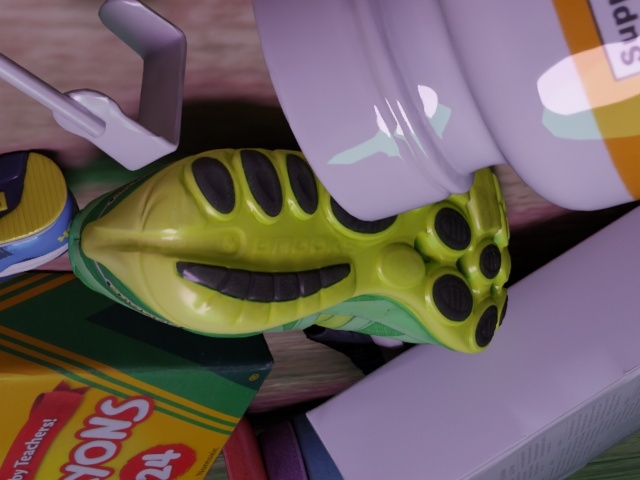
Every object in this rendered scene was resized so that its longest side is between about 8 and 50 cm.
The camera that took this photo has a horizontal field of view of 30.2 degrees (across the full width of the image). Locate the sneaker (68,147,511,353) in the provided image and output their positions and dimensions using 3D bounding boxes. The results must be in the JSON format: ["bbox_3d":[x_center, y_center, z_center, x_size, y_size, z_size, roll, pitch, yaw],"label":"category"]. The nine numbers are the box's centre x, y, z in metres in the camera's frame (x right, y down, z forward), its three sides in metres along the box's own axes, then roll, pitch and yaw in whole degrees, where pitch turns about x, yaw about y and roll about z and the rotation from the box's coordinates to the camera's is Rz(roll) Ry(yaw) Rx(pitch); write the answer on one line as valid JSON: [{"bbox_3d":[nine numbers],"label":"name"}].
[{"bbox_3d":[0.000,0.000,0.621,0.123,0.109,0.295,3,176,43],"label":"sneaker"}]

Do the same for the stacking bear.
[{"bbox_3d":[0.057,0.219,1.151,0.289,0.164,0.175,-13,161,-7],"label":"stacking bear"}]

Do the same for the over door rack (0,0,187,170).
[{"bbox_3d":[-0.226,-0.032,0.349,0.239,0.108,0.324,-22,154,31],"label":"over door rack"}]

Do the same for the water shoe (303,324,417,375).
[{"bbox_3d":[0.030,0.049,0.812,0.080,0.073,0.203,13,162,10],"label":"water shoe"}]

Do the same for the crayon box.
[{"bbox_3d":[-0.212,0.113,0.720,0.318,0.081,0.202,2,135,-32],"label":"crayon box"}]

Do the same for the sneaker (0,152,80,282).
[{"bbox_3d":[-0.182,0.002,0.570,0.144,0.053,0.059,-12,162,6],"label":"sneaker"}]

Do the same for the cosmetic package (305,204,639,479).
[{"bbox_3d":[0.157,0.124,0.887,0.284,0.097,0.377,-33,160,-4],"label":"cosmetic package"}]

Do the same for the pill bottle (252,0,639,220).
[{"bbox_3d":[0.110,-0.088,0.346,0.246,0.136,0.136,-18,159,19],"label":"pill bottle"}]
